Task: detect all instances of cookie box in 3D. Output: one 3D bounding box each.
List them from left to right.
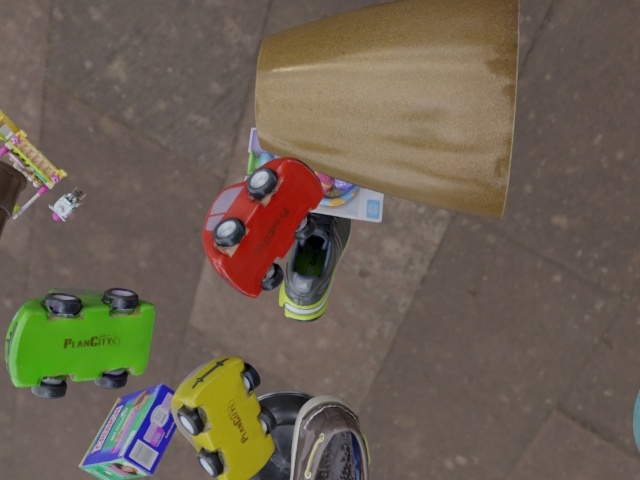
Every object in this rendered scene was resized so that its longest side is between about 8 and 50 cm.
[{"bbox_3d":[-0.197,0.205,1.100,0.040,0.092,0.107,40,145,-20],"label":"cookie box"}]

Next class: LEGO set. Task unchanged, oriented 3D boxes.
[{"bbox_3d":[-0.491,-0.129,1.569,0.287,0.107,0.132,43,170,2],"label":"LEGO set"}]

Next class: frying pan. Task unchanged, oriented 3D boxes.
[{"bbox_3d":[-0.117,0.336,1.520,0.326,0.053,0.197,-22,115,-5],"label":"frying pan"}]

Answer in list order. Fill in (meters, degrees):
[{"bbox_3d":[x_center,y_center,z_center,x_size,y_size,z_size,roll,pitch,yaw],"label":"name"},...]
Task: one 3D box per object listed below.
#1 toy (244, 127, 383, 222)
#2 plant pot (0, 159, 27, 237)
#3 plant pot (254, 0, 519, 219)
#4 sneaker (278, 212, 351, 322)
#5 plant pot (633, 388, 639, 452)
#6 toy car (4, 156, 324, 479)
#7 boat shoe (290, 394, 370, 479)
[{"bbox_3d":[-0.005,-0.117,1.743,0.237,0.137,0.056,7,161,-4],"label":"toy"},{"bbox_3d":[-0.406,-0.003,1.078,0.167,0.165,0.167,9,165,3],"label":"plant pot"},{"bbox_3d":[0.067,-0.147,1.071,0.254,0.237,0.237,4,127,5],"label":"plant pot"},{"bbox_3d":[0.000,0.000,1.919,0.111,0.300,0.121,11,144,0],"label":"sneaker"},{"bbox_3d":[0.708,0.322,1.723,0.293,0.235,0.293,-3,104,-13],"label":"plant pot"},{"bbox_3d":[-0.108,0.055,0.684,0.053,0.225,0.239,20,104,44],"label":"toy car"},{"bbox_3d":[0.011,0.379,1.429,0.116,0.097,0.324,1,103,-15],"label":"boat shoe"}]
